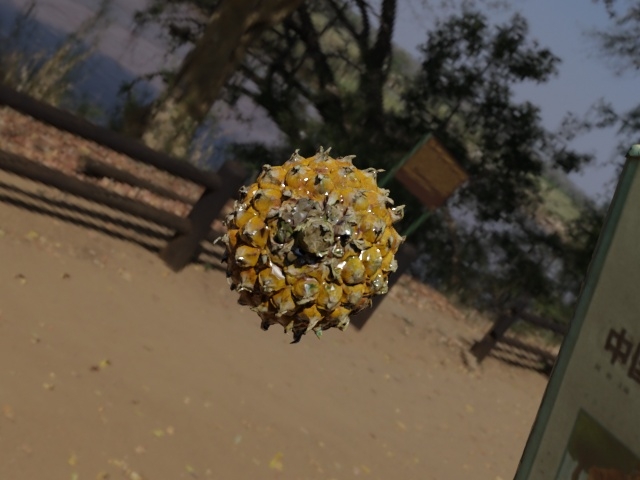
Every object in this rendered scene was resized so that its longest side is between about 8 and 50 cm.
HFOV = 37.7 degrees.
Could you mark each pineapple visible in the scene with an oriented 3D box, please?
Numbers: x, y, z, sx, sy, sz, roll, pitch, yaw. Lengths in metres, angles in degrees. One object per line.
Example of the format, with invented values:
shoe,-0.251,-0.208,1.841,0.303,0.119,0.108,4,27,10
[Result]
pineapple,-0.004,-0.001,0.806,0.161,0.176,0.137,47,-6,0

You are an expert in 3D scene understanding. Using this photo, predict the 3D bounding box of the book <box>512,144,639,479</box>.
book,0.174,0.123,0.422,0.025,0.282,0.215,-4,27,-32
